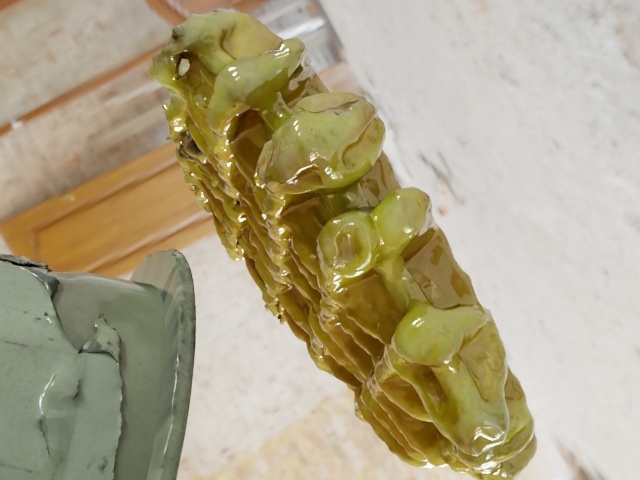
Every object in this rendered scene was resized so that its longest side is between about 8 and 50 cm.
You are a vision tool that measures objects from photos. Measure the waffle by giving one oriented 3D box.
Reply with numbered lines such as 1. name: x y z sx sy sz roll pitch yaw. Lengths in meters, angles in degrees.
1. waffle: 0.001 0.000 0.616 0.309 0.065 0.283 37 161 53

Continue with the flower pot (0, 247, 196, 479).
1. flower pot: -0.171 0.074 0.498 0.202 0.212 0.212 21 -176 -17
